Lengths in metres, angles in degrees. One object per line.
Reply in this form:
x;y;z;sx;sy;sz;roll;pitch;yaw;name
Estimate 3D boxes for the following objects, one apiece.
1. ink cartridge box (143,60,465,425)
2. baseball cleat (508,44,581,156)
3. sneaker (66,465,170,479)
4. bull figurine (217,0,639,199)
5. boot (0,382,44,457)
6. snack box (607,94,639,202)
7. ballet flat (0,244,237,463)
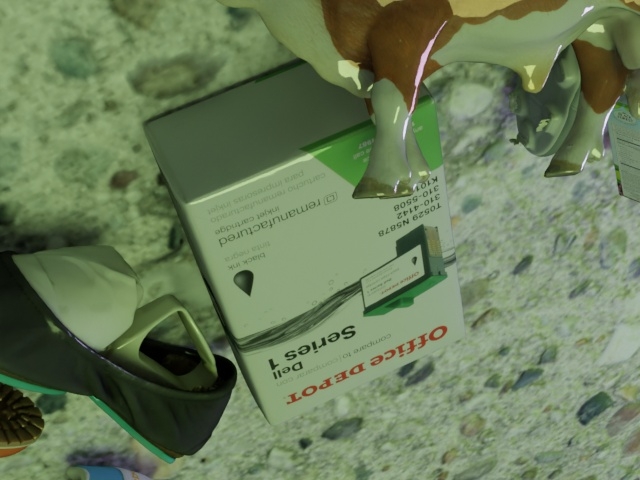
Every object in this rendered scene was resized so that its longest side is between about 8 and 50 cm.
0.000;0.000;0.671;0.160;0.092;0.219;-24;134;-8;ink cartridge box
0.189;-0.146;0.665;0.110;0.072;0.205;-10;132;-21;baseball cleat
-0.208;0.264;0.796;0.092;0.087;0.228;29;103;-35;sneaker
0.069;-0.121;0.532;0.311;0.101;0.188;-8;90;-11;bull figurine
-0.264;0.128;0.666;0.158;0.059;0.084;8;126;-24;boot
0.261;-0.106;0.731;0.141;0.037;0.100;-46;140;-18;snack box
-0.141;0.058;0.653;0.096;0.095;0.280;-46;145;-1;ballet flat
